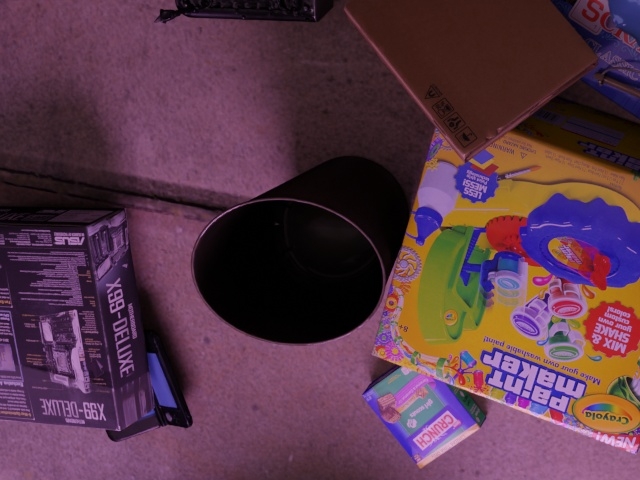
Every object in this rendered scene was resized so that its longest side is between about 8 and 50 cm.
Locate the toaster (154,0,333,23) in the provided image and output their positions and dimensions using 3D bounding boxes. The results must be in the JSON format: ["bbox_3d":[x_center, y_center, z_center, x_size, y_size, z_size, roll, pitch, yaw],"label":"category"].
[{"bbox_3d":[-0.073,-0.314,1.965,0.185,0.110,0.168,4,107,18],"label":"toaster"}]

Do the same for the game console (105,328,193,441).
[{"bbox_3d":[-0.215,0.170,2.185,0.107,0.071,0.122,-1,113,62],"label":"game console"}]

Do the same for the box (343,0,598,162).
[{"bbox_3d":[0.145,-0.199,1.835,0.164,0.021,0.201,-36,72,-3],"label":"box"}]

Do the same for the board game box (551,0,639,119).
[{"bbox_3d":[0.321,-0.305,1.857,0.318,0.066,0.318,34,114,6],"label":"board game box"}]

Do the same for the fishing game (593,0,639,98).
[{"bbox_3d":[0.359,-0.246,1.806,0.189,0.041,0.264,25,119,18],"label":"fishing game"}]

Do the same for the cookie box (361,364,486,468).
[{"bbox_3d":[0.115,0.183,2.095,0.092,0.040,0.107,-38,93,24],"label":"cookie box"}]

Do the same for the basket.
[{"bbox_3d":[0.000,0.000,1.975,0.204,0.227,0.154,2,107,18],"label":"basket"}]

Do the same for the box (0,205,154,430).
[{"bbox_3d":[-0.349,0.085,2.177,0.307,0.076,0.242,1,107,30],"label":"box"}]

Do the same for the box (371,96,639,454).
[{"bbox_3d":[0.242,0.018,1.926,0.290,0.177,0.279,20,113,13],"label":"box"}]
